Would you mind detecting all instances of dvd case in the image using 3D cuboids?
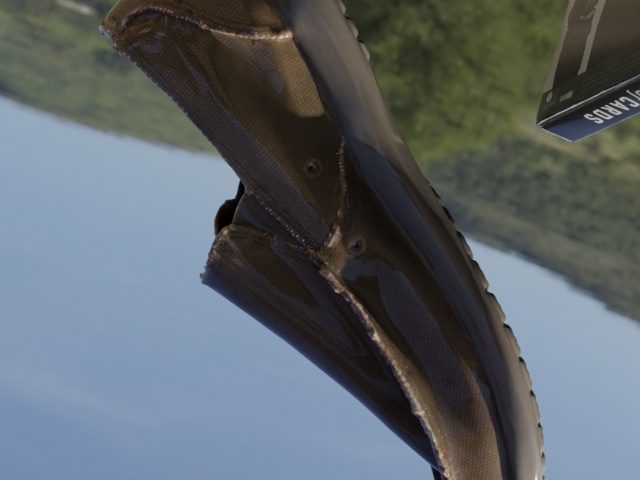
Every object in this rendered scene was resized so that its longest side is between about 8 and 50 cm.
[{"bbox_3d":[0.180,-0.176,0.805,0.029,0.238,0.179,23,163,-16],"label":"dvd case"}]

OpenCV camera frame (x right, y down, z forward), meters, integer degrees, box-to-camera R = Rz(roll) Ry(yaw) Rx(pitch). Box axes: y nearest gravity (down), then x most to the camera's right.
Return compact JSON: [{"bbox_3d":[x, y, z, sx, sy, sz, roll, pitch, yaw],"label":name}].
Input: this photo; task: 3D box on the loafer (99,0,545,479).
[{"bbox_3d":[0.000,0.000,0.915,0.366,0.130,0.134,62,180,-5],"label":"loafer"}]
